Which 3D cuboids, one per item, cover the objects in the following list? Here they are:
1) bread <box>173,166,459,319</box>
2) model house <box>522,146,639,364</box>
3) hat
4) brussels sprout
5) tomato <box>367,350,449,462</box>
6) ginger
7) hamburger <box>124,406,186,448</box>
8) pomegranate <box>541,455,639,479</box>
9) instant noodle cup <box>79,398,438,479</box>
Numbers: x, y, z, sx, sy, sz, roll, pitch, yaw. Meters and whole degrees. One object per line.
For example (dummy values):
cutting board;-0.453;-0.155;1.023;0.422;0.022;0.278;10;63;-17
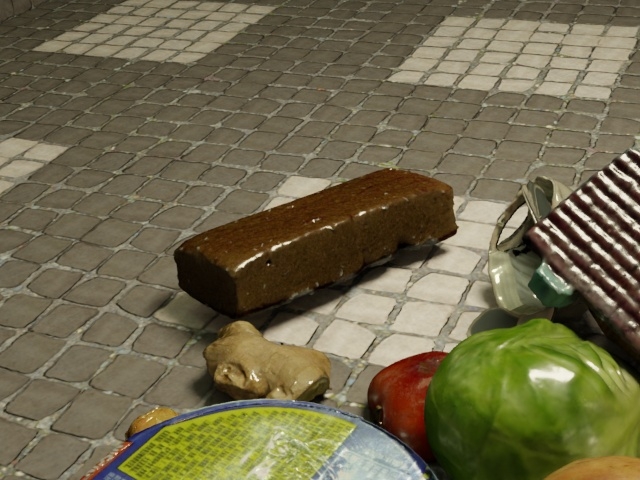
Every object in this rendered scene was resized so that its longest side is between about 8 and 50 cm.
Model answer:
bread;0.000;0.000;1.449;0.416;0.113;0.165;-20;22;-30
model house;0.381;0.069;1.085;0.248;0.230;0.280;-29;62;-25
hat;0.299;0.039;1.274;0.161;0.232;0.275;16;23;8
brussels sprout;0.229;0.190;1.026;0.244;0.244;0.244;-3;30;2
tomato;0.125;0.181;1.166;0.139;0.091;0.159;-10;28;-12
ginger;-0.084;0.159;1.248;0.213;0.074;0.137;27;25;37
hamburger;-0.192;0.237;1.154;0.076;0.044;0.083;-22;36;-31
pomegranate;0.246;0.306;0.760;0.281;0.281;0.281;-3;30;2
instant noodle cup;-0.036;0.325;0.711;0.284;0.312;0.284;-4;29;2
